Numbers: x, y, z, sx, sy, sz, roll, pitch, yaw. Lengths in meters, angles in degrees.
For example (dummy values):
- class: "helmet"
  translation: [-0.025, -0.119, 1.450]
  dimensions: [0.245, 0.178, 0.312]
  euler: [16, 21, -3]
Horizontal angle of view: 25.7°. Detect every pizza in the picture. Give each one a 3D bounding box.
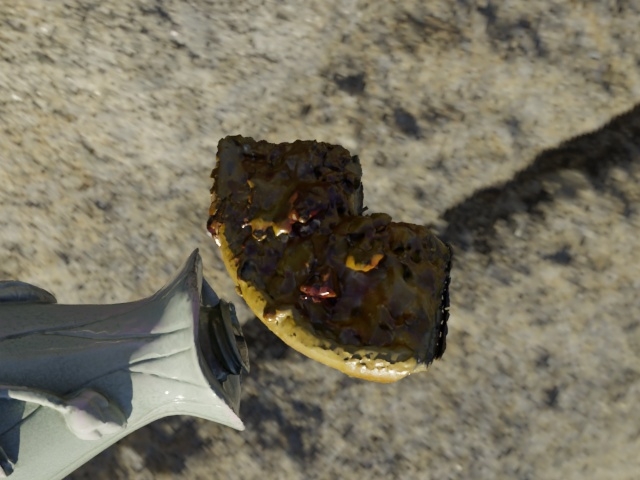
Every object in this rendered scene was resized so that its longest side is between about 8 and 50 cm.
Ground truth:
- class: "pizza"
  translation: [0.000, 0.000, 1.155]
  dimensions: [0.161, 0.305, 0.086]
  euler: [-38, 141, -5]

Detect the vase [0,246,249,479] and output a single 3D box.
- class: "vase"
  translation: [-0.293, 0.154, 1.402]
  dimensions: [0.445, 0.250, 0.250]
  euler: [-16, 115, 3]
